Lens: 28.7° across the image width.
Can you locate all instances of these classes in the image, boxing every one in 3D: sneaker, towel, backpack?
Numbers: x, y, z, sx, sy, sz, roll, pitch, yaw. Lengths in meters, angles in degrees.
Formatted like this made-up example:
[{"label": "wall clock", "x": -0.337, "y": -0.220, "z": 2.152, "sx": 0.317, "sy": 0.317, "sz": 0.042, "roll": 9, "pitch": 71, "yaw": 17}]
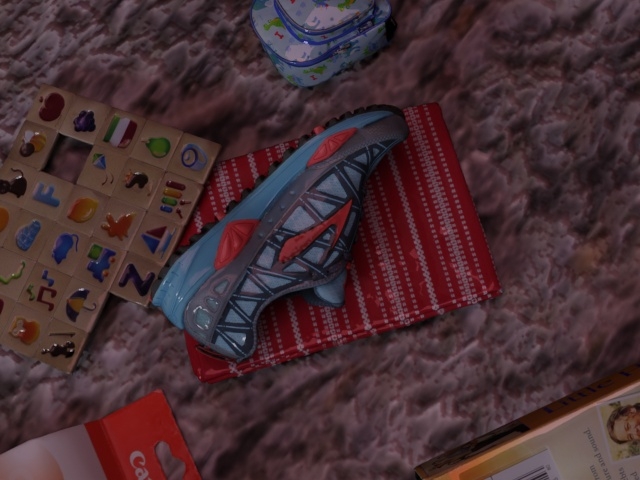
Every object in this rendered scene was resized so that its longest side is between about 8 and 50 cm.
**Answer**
[{"label": "sneaker", "x": -0.012, "y": -0.002, "z": 1.048, "sx": 0.262, "sy": 0.104, "sz": 0.125, "roll": -43, "pitch": 89, "yaw": -5}, {"label": "towel", "x": 0.000, "y": 0.000, "z": 1.098, "sx": 0.275, "sy": 0.031, "sz": 0.198, "roll": -16, "pitch": 70, "yaw": 0}, {"label": "backpack", "x": -0.003, "y": -0.205, "z": 1.133, "sx": 0.114, "sy": 0.084, "sz": 0.105, "roll": -34, "pitch": 70, "yaw": -1}]

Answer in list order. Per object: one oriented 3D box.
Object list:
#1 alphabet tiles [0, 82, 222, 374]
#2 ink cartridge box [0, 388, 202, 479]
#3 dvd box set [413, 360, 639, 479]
[{"label": "alphabet tiles", "x": -0.220, "y": -0.009, "z": 1.121, "sx": 0.198, "sy": 0.009, "sz": 0.237, "roll": 20, "pitch": 80, "yaw": 21}, {"label": "ink cartridge box", "x": -0.190, "y": 0.223, "z": 1.047, "sx": 0.179, "sy": 0.045, "sz": 0.145, "roll": -27, "pitch": 72, "yaw": 1}, {"label": "dvd box set", "x": 0.320, "y": 0.219, "z": 0.918, "sx": 0.421, "sy": 0.062, "sz": 0.307, "roll": -25, "pitch": 92, "yaw": -3}]
